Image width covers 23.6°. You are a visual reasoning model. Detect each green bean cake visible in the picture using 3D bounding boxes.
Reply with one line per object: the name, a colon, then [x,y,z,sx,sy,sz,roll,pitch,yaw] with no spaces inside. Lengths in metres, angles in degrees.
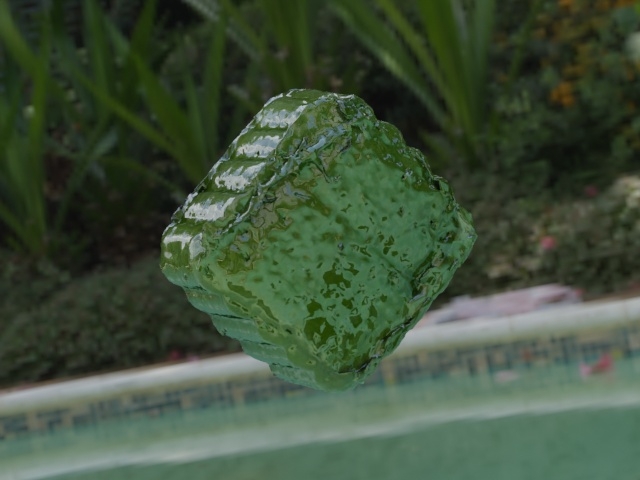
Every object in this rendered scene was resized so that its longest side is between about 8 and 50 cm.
green bean cake: [0.000,0.000,1.256,0.214,0.200,0.113,-53,21,-13]
